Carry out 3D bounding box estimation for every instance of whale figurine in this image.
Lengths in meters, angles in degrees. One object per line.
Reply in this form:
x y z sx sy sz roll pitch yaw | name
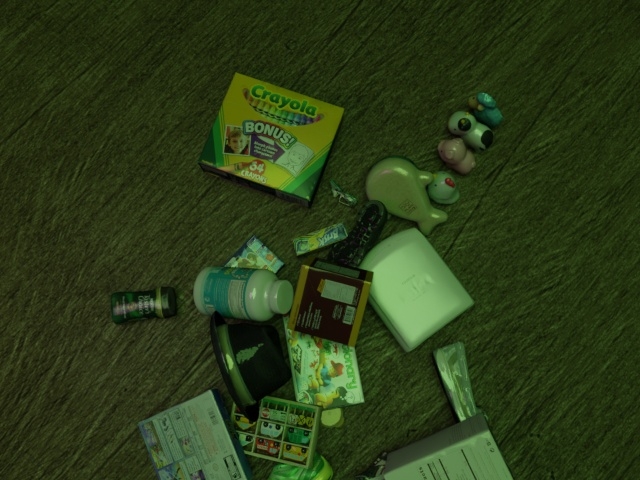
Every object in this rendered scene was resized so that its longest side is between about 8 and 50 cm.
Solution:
0.263 -0.142 1.926 0.272 0.141 0.216 40 121 -10 | whale figurine

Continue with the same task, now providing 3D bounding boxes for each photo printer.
0.263 0.133 1.875 0.256 0.107 0.308 -34 81 -6 | photo printer

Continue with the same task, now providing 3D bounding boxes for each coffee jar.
-0.519 0.190 1.877 0.184 0.079 0.096 -8 79 -2 | coffee jar

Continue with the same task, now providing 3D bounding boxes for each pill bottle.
-0.210 0.148 1.770 0.264 0.146 0.146 2 77 27 | pill bottle

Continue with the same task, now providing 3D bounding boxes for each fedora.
-0.171 0.311 1.684 0.152 0.334 0.334 -21 79 -3 | fedora

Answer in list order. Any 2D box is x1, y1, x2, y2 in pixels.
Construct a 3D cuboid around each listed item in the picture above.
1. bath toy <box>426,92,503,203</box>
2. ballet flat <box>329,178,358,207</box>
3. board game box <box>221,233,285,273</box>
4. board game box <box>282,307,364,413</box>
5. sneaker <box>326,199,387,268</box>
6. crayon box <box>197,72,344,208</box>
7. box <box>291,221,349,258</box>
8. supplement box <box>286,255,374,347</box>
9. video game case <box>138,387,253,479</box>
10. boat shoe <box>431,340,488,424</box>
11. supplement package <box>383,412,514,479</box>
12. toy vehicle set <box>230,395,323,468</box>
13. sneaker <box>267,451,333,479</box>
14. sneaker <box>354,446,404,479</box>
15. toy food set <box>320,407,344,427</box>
0.429 -0.277 1.948 0.151 0.129 0.348 29 81 5 | bath toy
0.062 -0.142 1.966 0.114 0.041 0.041 39 81 8 | ballet flat
-0.224 0.099 1.918 0.136 0.035 0.201 43 82 8 | board game box
0.006 0.336 1.851 0.192 0.053 0.305 -10 74 -2 | board game box
0.118 0.010 1.867 0.101 0.106 0.267 38 94 23 | sneaker
-0.147 -0.309 1.963 0.362 0.106 0.313 19 79 4 | crayon box
0.000 0.000 1.925 0.168 0.059 0.054 -20 78 -4 | box
0.029 0.166 1.768 0.194 0.129 0.191 15 102 5 | supplement box
-0.350 0.586 1.781 0.244 0.061 0.270 -26 80 9 | video game case
0.416 0.449 1.811 0.103 0.118 0.321 -21 73 0 | boat shoe
0.334 0.604 1.656 0.292 0.177 0.175 -26 86 9 | supplement package
-0.132 0.524 1.781 0.266 0.035 0.166 4 78 25 | toy vehicle set
-0.108 0.691 1.779 0.295 0.109 0.123 -30 59 -5 | sneaker
0.176 0.638 1.803 0.178 0.072 0.077 -14 67 -11 | sneaker
0.027 0.500 1.845 0.083 0.020 0.083 -3 78 0 | toy food set
